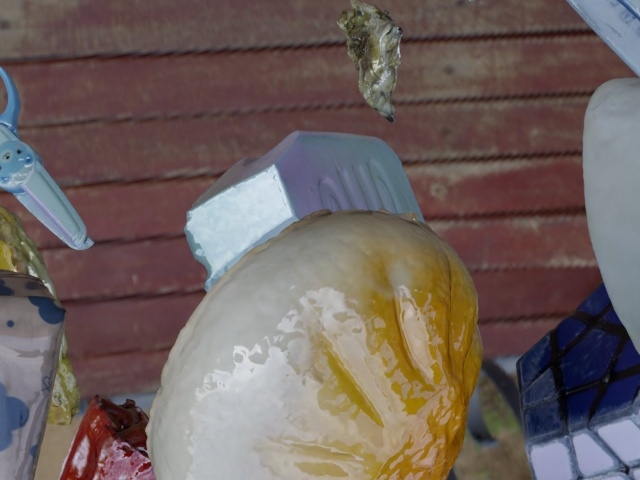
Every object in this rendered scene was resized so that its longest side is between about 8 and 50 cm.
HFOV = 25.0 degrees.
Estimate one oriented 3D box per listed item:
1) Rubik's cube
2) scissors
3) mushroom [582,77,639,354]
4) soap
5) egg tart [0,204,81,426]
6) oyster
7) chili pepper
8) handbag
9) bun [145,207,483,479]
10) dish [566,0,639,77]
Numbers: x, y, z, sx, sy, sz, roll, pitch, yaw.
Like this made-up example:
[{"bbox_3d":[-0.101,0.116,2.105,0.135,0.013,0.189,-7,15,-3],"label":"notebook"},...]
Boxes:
[{"bbox_3d":[0.330,0.184,1.348,0.319,0.319,0.264,-43,114,13],"label":"Rubik's cube"},{"bbox_3d":[-0.333,-0.082,1.570,0.125,0.256,0.030,-43,162,-2],"label":"scissors"},{"bbox_3d":[0.258,-0.031,0.453,0.126,0.397,0.177,-42,100,-36],"label":"mushroom"},{"bbox_3d":[0.000,0.000,1.444,0.115,0.347,0.208,-24,83,22],"label":"soap"},{"bbox_3d":[-0.359,0.092,1.640,0.118,0.288,0.288,-17,124,-21],"label":"egg tart"},{"bbox_3d":[0.057,-0.190,1.525,0.053,0.165,0.108,-12,122,-4],"label":"oyster"},{"bbox_3d":[-0.293,0.328,1.897,0.144,0.136,0.252,33,110,-7],"label":"chili pepper"},{"bbox_3d":[-0.339,0.143,1.238,0.193,0.190,0.251,13,94,-19],"label":"handbag"},{"bbox_3d":[0.023,0.125,1.087,0.299,0.165,0.299,-36,145,-31],"label":"bun"},{"bbox_3d":[0.253,-0.142,0.865,0.134,0.273,0.273,-46,120,8],"label":"dish"}]
